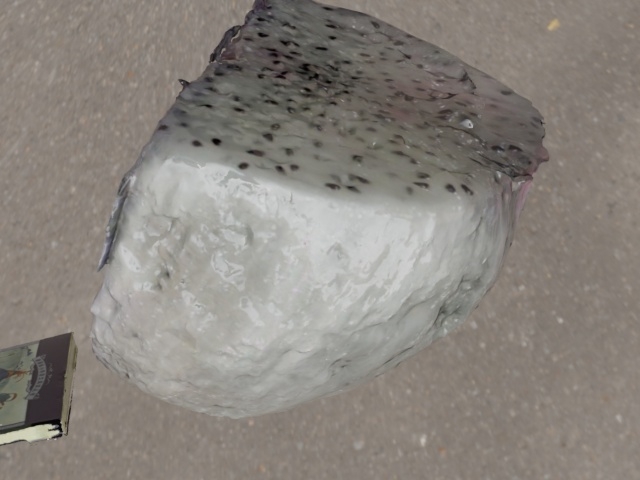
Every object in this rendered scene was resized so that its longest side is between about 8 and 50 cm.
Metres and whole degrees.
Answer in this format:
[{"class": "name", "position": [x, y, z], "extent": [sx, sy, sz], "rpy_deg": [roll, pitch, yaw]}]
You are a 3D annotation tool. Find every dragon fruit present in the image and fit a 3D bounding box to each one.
[{"class": "dragon fruit", "position": [0.000, 0.000, 0.652], "extent": [0.203, 0.283, 0.221], "rpy_deg": [24, 119, 0]}]

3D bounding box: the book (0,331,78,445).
[{"class": "book", "position": [-0.316, 0.138, 0.871], "extent": [0.231, 0.157, 0.026], "rpy_deg": [-13, 112, -5]}]
